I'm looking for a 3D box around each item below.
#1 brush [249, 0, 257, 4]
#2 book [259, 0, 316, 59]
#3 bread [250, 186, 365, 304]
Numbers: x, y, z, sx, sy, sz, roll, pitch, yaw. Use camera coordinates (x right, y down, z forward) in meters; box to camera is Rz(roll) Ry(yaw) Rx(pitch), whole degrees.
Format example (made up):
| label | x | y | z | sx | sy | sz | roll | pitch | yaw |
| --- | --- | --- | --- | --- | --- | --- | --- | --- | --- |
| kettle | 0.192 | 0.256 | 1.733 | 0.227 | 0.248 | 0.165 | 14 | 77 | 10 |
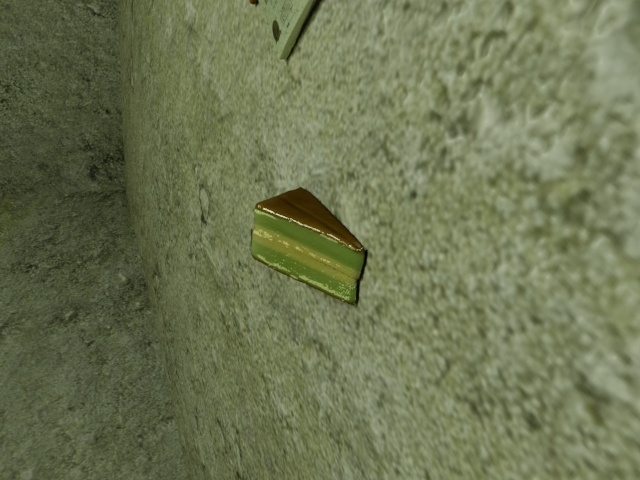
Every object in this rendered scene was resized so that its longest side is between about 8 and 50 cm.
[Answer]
| label | x | y | z | sx | sy | sz | roll | pitch | yaw |
| --- | --- | --- | --- | --- | --- | --- | --- | --- | --- |
| brush | -0.063 | -0.339 | 0.641 | 0.170 | 0.014 | 0.043 | 155 | 110 | -66 |
| book | -0.051 | -0.313 | 0.589 | 0.127 | 0.014 | 0.182 | -35 | 71 | 66 |
| bread | 0.004 | 0.002 | 0.568 | 0.139 | 0.084 | 0.074 | 22 | 119 | 29 |
